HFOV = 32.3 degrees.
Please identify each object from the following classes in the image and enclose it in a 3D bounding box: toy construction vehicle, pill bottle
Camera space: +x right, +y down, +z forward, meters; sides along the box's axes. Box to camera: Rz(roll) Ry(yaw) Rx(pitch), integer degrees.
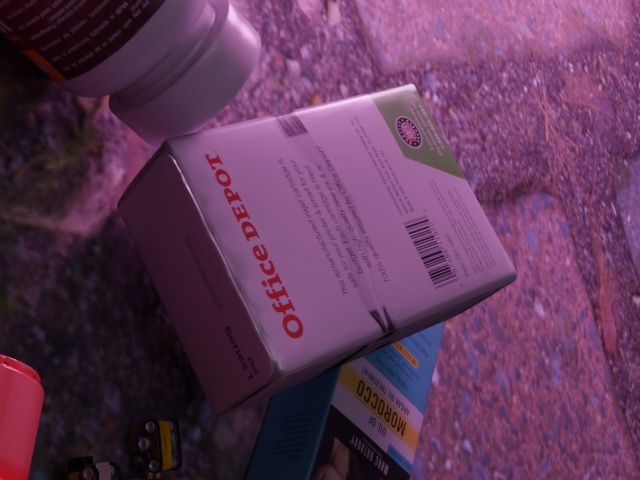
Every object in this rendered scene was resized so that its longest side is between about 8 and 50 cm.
[{"bbox_3d":[-0.115,0.155,0.640,0.086,0.035,0.098,8,73,-61],"label":"toy construction vehicle"},{"bbox_3d":[-0.143,-0.162,0.647,0.221,0.121,0.121,45,46,-31],"label":"pill bottle"}]

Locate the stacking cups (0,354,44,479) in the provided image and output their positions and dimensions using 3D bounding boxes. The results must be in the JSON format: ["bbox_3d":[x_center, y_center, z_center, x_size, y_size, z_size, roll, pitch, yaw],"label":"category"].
[{"bbox_3d":[-0.178,0.202,0.486,0.096,0.096,0.316,34,52,-39],"label":"stacking cups"}]

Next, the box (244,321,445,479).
[{"bbox_3d":[0.019,0.128,0.787,0.100,0.060,0.244,45,45,-31],"label":"box"}]

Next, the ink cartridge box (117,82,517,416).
[{"bbox_3d":[0.000,0.000,0.727,0.219,0.092,0.160,-18,76,-39],"label":"ink cartridge box"}]
